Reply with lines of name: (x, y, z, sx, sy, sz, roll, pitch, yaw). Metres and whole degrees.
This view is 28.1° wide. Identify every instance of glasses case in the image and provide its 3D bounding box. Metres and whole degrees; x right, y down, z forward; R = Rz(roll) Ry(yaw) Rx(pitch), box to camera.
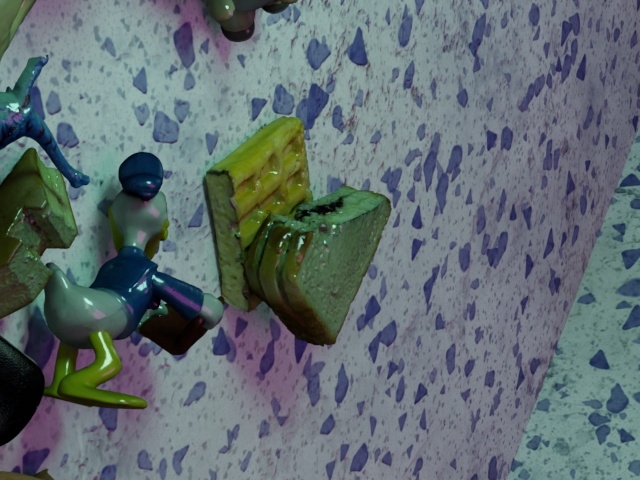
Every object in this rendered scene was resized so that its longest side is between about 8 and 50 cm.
glasses case: (-0.421, 0.140, 1.452, 0.122, 0.075, 0.314, -56, 145, -13)

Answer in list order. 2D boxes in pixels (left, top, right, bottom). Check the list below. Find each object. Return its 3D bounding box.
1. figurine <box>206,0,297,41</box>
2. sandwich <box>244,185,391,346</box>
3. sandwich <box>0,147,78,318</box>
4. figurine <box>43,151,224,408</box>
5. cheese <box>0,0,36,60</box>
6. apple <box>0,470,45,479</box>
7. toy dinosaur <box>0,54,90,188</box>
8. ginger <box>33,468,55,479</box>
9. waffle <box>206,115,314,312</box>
figurine: (-0.109, -0.430, 1.714, 0.380, 0.248, 0.203, 79, -7, -58)
sandwich: (0.004, 0.001, 2.016, 0.288, 0.099, 0.254, -65, 148, -22)
sandwich: (-0.357, 0.002, 1.518, 0.244, 0.088, 0.090, -64, 146, -26)
figurine: (-0.225, 0.052, 1.662, 0.283, 0.204, 0.338, 15, 77, -47)
cheese: (-0.390, -0.170, 1.269, 0.328, 0.129, 0.351, -60, -174, 30)
apple: (-0.360, 0.433, 1.385, 0.364, 0.364, 0.364, -25, 119, -55)
toy dinosaur: (-0.384, -0.150, 1.428, 0.329, 0.076, 0.144, 9, 90, -47)
ginger: (-0.378, 0.379, 1.613, 0.095, 0.069, 0.190, 84, 22, -75)
waffle: (-0.086, -0.045, 2.003, 0.221, 0.055, 0.248, -42, 133, -49)
